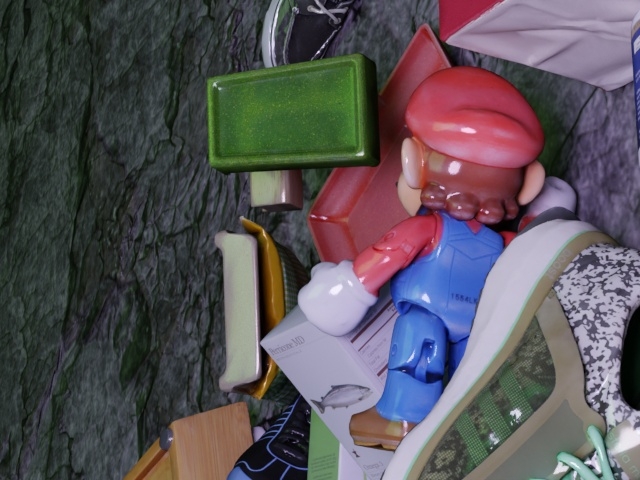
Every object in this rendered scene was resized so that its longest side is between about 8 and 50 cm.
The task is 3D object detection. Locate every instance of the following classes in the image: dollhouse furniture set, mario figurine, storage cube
[{"bbox_3d":[0.000,0.000,1.588,0.151,0.197,0.301,-5,81,16],"label":"dollhouse furniture set"},{"bbox_3d":[0.100,0.016,1.394,0.170,0.198,0.320,4,82,30],"label":"mario figurine"},{"bbox_3d":[0.217,-0.253,1.352,0.215,0.183,0.193,-29,54,53],"label":"storage cube"}]

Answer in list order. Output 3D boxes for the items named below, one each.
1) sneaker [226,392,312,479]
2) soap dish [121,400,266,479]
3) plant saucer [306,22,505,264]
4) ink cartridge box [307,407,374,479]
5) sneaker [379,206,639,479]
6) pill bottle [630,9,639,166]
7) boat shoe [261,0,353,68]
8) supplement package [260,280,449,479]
[{"bbox_3d":[-0.020,0.189,1.590,0.090,0.081,0.232,-64,-8,15],"label":"sneaker"},{"bbox_3d":[-0.138,0.345,1.794,0.229,0.118,0.291,-49,40,41],"label":"soap dish"},{"bbox_3d":[0.091,-0.033,1.624,0.259,0.048,0.258,-58,33,29],"label":"plant saucer"},{"bbox_3d":[0.046,0.249,1.511,0.062,0.109,0.209,-26,55,56],"label":"ink cartridge box"},{"bbox_3d":[0.172,0.156,1.220,0.182,0.158,0.410,1,59,45],"label":"sneaker"},{"bbox_3d":[0.280,-0.091,1.255,0.094,0.094,0.169,-32,50,52],"label":"pill bottle"},{"bbox_3d":[-0.001,-0.272,1.868,0.070,0.078,0.219,31,104,62],"label":"boat shoe"},{"bbox_3d":[0.057,0.114,1.456,0.105,0.179,0.105,-44,9,-33],"label":"supplement package"}]
